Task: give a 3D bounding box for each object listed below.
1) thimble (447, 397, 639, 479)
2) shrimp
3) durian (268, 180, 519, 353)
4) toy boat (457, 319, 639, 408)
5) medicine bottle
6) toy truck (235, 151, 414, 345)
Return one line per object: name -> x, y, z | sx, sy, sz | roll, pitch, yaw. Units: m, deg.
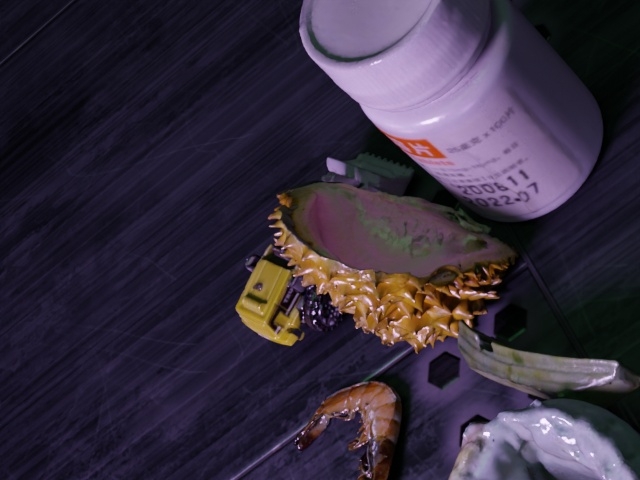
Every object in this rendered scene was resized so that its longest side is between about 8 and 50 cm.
thimble -> 0.250, 0.299, 1.600 | 0.254, 0.167, 0.288 | -43, 48, 8
shrimp -> 0.026, 0.257, 1.884 | 0.148, 0.035, 0.195 | -9, 53, 31
durian -> 0.057, 0.026, 1.838 | 0.305, 0.195, 0.185 | 25, 99, 9
toy boat -> 0.238, 0.139, 1.709 | 0.293, 0.093, 0.055 | 11, 76, 63
medicine bottle -> 0.156, -0.186, 1.812 | 0.211, 0.371, 0.211 | -19, 54, 29
toy truck -> 0.000, 0.000, 2.007 | 0.136, 0.111, 0.286 | 22, 77, 45
